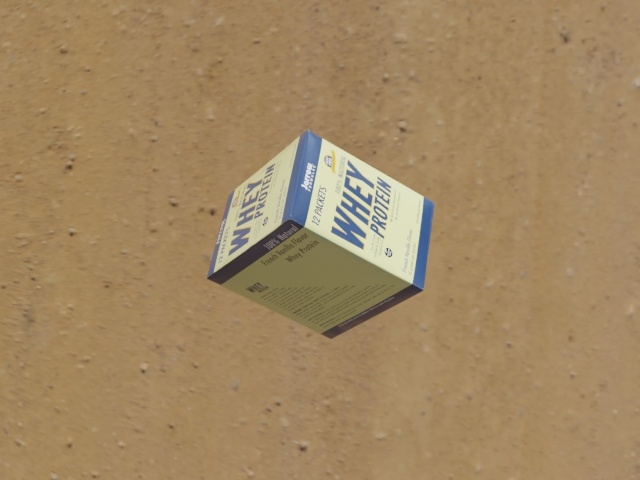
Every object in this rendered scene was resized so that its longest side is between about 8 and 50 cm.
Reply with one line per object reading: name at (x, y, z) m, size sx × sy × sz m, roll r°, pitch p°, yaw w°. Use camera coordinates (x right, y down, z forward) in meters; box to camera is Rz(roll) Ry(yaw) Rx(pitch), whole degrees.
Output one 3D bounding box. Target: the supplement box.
supplement box at (0.000, 0.000, 0.543) m, size 0.083 × 0.083 × 0.056 m, roll 28°, pitch 53°, yaw -24°
